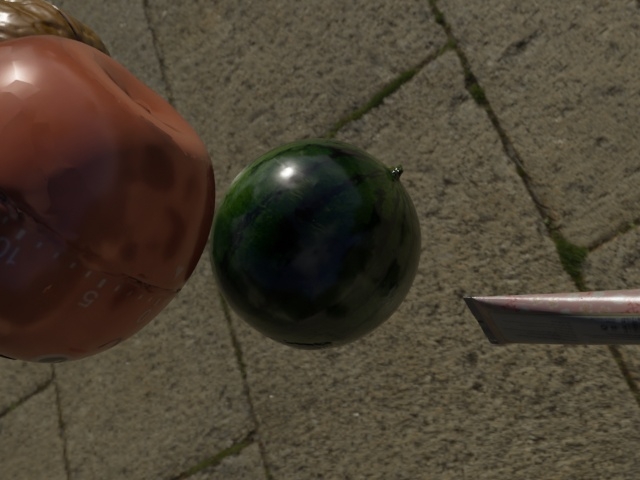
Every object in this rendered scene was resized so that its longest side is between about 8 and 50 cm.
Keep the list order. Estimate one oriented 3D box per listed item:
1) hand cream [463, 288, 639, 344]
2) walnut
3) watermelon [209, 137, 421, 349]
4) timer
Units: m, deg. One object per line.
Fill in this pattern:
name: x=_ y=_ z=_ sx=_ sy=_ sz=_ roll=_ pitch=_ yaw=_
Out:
hand cream: x=0.222 y=0.064 z=0.594 sx=0.209 sy=0.067 sz=0.043 roll=-6 pitch=44 yaw=39
walnut: x=-0.327 y=-0.181 z=0.789 sx=0.207 sy=0.167 sz=0.168 roll=5 pitch=81 yaw=24
watermelon: x=-0.003 y=0.004 z=0.832 sx=0.242 sy=0.242 sz=0.243 roll=-11 pitch=71 yaw=36
timer: x=-0.199 y=-0.027 z=0.545 sx=0.215 sy=0.229 sz=0.230 roll=-47 pitch=54 yaw=9
